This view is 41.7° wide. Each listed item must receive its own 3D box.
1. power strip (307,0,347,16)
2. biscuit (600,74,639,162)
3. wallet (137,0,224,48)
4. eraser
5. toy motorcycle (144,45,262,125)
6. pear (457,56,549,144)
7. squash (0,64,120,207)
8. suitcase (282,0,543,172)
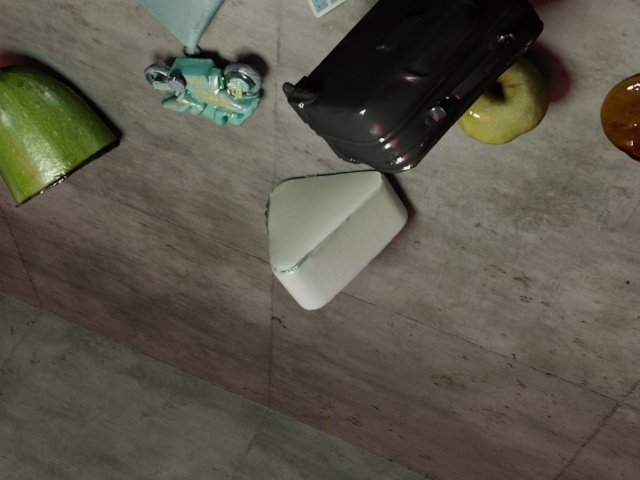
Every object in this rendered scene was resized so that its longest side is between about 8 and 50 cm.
[{"bbox_3d":[0.039,-0.463,1.473,0.192,0.035,0.081,-18,98,48],"label":"power strip"},{"bbox_3d":[0.588,-0.203,1.446,0.212,0.036,0.212,20,146,14],"label":"biscuit"},{"bbox_3d":[-0.301,-0.542,1.623,0.290,0.054,0.251,42,140,-9],"label":"wallet"},{"bbox_3d":[0.000,0.000,1.905,0.331,0.331,0.150,-1,137,37],"label":"eraser"},{"bbox_3d":[-0.239,-0.328,1.837,0.296,0.109,0.198,9,152,24],"label":"toy motorcycle"},{"bbox_3d":[0.313,-0.247,1.475,0.167,0.167,0.136,19,173,13],"label":"pear"},{"bbox_3d":[-0.714,-0.287,2.099,0.310,0.310,0.309,-19,108,48],"label":"squash"},{"bbox_3d":[0.144,-0.278,1.331,0.188,0.345,0.339,48,170,-24],"label":"suitcase"}]
